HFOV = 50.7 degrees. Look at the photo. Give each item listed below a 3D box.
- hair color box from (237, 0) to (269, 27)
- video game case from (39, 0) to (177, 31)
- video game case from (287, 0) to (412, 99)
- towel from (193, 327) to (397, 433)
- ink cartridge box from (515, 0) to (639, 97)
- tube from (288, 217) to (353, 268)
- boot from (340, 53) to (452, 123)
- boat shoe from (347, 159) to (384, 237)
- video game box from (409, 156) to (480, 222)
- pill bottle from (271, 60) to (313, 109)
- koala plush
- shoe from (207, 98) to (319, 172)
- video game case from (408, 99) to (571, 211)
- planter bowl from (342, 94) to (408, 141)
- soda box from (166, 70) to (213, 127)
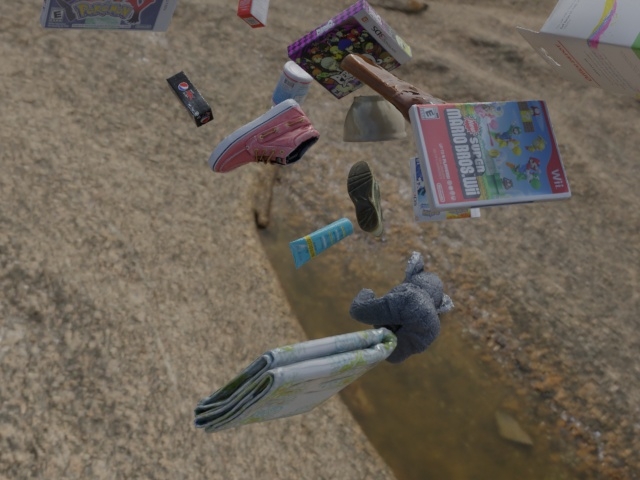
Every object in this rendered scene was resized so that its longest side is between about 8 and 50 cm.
[{"bbox_3d":[-0.161,-0.610,1.678,0.043,0.141,0.072,3,-11,30],"label":"hair color box"},{"bbox_3d":[-0.291,-0.379,0.981,0.201,0.183,0.023,-12,64,-38],"label":"video game case"},{"bbox_3d":[0.072,-0.459,1.650,0.210,0.232,0.042,31,47,-44],"label":"video game case"},{"bbox_3d":[-0.051,0.308,1.462,0.374,0.320,0.090,-3,62,-45],"label":"towel"},{"bbox_3d":[0.553,-0.361,1.230,0.207,0.119,0.353,28,6,-36],"label":"ink cartridge box"},{"bbox_3d":[0.000,0.000,1.892,0.207,0.080,0.052,-29,21,-30],"label":"tube"},{"bbox_3d":[0.206,-0.304,1.489,0.264,0.096,0.280,-7,40,-49],"label":"boot"},{"bbox_3d":[0.089,-0.079,1.272,0.048,0.056,0.153,35,37,-54],"label":"boat shoe"},{"bbox_3d":[0.339,-0.147,1.859,0.048,0.187,0.205,-8,2,-40],"label":"video game box"},{"bbox_3d":[-0.084,-0.404,1.858,0.087,0.160,0.087,16,41,-15],"label":"pill bottle"},{"bbox_3d":[0.225,0.148,1.609,0.196,0.203,0.221,54,47,-8],"label":"koala plush"},{"bbox_3d":[-0.090,-0.146,1.079,0.081,0.178,0.063,54,-3,17],"label":"shoe"},{"bbox_3d":[0.316,-0.162,1.256,0.285,0.025,0.204,-6,75,-17],"label":"video game case"},{"bbox_3d":[0.132,-0.301,1.650,0.162,0.109,0.162,-3,12,1],"label":"planter bowl"},{"bbox_3d":[-0.377,-0.409,1.954,0.060,0.053,0.169,-32,69,-14],"label":"soda box"}]
